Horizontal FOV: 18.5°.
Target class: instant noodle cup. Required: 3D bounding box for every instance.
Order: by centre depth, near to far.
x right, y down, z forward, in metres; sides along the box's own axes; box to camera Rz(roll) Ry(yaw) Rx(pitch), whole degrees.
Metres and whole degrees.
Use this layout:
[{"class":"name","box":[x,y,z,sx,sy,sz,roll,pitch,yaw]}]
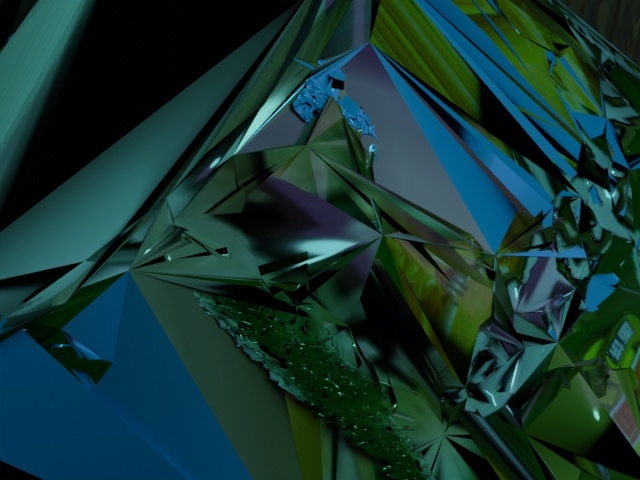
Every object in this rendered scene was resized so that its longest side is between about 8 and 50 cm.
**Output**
[{"class":"instant noodle cup","box":[0.000,0.000,0.581,0.178,0.240,0.240,40,61,-29]}]
